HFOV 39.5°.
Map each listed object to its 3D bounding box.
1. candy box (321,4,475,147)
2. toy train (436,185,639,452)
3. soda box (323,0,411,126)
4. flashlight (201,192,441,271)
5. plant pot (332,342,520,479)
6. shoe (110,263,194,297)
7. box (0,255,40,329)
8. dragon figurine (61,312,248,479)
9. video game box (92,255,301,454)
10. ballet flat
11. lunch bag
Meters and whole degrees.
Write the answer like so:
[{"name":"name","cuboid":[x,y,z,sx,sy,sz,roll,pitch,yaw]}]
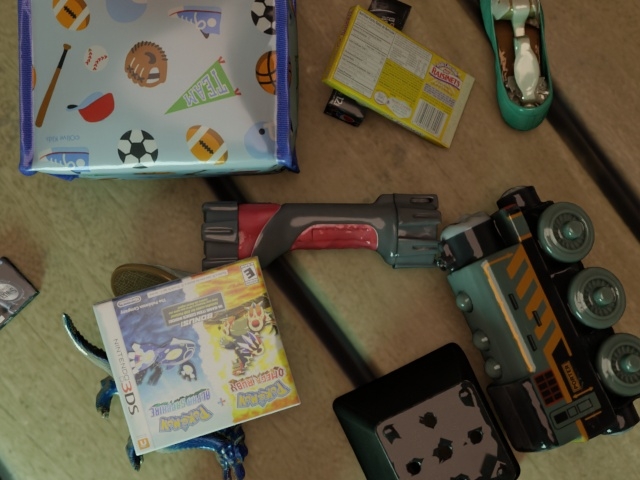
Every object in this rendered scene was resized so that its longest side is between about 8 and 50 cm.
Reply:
[{"name":"candy box","cuboid":[0.105,-0.208,1.157,0.205,0.027,0.105,25,81,-28]},{"name":"toy train","cuboid":[0.272,0.100,1.105,0.190,0.142,0.334,-21,85,-19]},{"name":"soda box","cuboid":[0.062,-0.240,1.188,0.053,0.060,0.169,23,84,-4]},{"name":"flashlight","cuboid":[0.000,0.000,1.147,0.304,0.103,0.103,1,44,-5]},{"name":"plant pot","cuboid":[0.139,0.246,1.089,0.187,0.167,0.188,-25,85,-5]},{"name":"shoe","cuboid":[-0.166,0.086,1.156,0.219,0.058,0.077,22,104,4]},{"name":"box","cuboid":[-0.420,0.073,1.162,0.083,0.018,0.067,-43,87,-5]},{"name":"dragon figurine","cuboid":[-0.201,0.190,1.122,0.144,0.085,0.289,-30,90,-7]},{"name":"video game box","cuboid":[-0.147,0.135,1.064,0.205,0.048,0.187,-17,92,-6]},{"name":"ballet flat","cuboid":[0.266,-0.272,1.184,0.083,0.087,0.247,-7,84,-2]},{"name":"lunch bag","cuboid":[-0.187,-0.271,1.099,0.327,0.239,0.386,-3,91,0]}]
